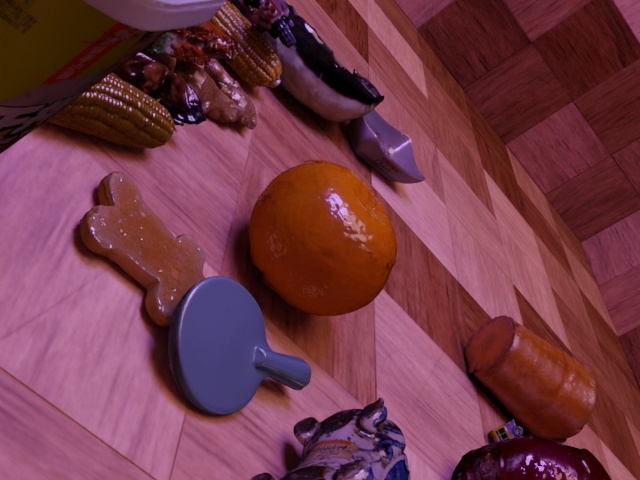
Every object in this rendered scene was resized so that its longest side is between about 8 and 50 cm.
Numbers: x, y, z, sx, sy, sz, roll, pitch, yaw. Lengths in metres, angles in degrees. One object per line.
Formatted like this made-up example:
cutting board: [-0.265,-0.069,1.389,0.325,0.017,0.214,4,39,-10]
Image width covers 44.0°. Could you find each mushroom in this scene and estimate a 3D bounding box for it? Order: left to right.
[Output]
mushroom: [-0.017,-0.344,1.591,0.247,0.130,0.344,46,9,32]

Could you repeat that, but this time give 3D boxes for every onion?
onion: [0.324,0.390,1.201,0.207,0.206,0.216,55,22,-3]

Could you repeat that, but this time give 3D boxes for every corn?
corn: [-0.262,-0.159,0.930,0.231,0.080,0.080,20,42,-61]
corn: [-0.158,-0.360,1.388,0.238,0.080,0.080,46,25,-15]

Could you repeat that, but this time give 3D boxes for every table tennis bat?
table tennis bat: [-0.087,0.129,0.903,0.237,0.038,0.149,31,58,-50]

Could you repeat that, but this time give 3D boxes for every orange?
orange: [0.002,-0.001,1.096,0.219,0.193,0.219,53,28,-44]

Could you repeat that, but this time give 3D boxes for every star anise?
star anise: [-0.217,-0.209,1.062,0.168,0.057,0.168,39,-6,5]

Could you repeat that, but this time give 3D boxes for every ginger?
ginger: [-0.161,-0.231,1.247,0.176,0.052,0.193,37,28,-28]

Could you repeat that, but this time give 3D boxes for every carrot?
carrot: [0.410,0.278,1.610,0.254,0.196,0.196,34,30,-21]

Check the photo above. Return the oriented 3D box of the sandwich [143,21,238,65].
sandwich: [-0.214,-0.305,1.150,0.159,0.079,0.235,25,14,-34]

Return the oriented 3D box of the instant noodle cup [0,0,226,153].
instant noodle cup: [-0.280,-0.208,0.654,0.294,0.307,0.294,43,27,-28]

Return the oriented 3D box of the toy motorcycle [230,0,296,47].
toy motorcycle: [-0.108,-0.420,1.378,0.212,0.084,0.118,57,2,38]

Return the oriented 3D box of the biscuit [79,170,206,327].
biscuit: [-0.175,0.035,0.901,0.234,0.030,0.153,47,27,-23]

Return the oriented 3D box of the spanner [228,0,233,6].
spanner: [-0.165,-0.423,1.534,0.054,0.015,0.255,24,39,-54]

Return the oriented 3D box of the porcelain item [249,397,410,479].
porcelain item: [0.027,0.299,0.858,0.288,0.137,0.186,-40,113,-71]

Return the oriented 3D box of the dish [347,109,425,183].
dish: [0.137,-0.212,1.782,0.212,0.077,0.151,34,34,-43]

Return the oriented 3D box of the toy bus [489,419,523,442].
toy bus: [0.355,0.387,1.457,0.052,0.058,0.102,80,-15,-73]
